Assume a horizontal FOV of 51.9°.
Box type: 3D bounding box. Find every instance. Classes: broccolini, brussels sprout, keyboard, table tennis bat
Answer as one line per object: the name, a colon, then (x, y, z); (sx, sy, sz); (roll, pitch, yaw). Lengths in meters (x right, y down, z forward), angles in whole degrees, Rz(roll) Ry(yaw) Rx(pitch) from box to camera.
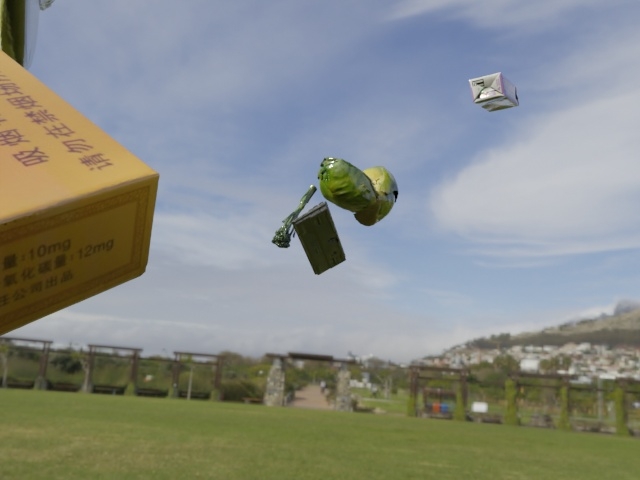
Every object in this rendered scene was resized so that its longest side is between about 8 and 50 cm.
broccolini: (-0.039, -0.042, 1.151); (0.035, 0.140, 0.030); (31, -28, 5)
brussels sprout: (0.030, -0.038, 0.523); (0.046, 0.051, 0.083); (-46, -26, 27)
keyboard: (0.000, 0.000, 0.829); (0.049, 0.015, 0.129); (-28, -34, -3)
table tennis bat: (-0.301, -0.289, 0.678); (0.054, 0.224, 0.368); (5, 12, -21)

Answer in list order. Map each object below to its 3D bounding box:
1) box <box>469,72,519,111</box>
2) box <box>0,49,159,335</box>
box: (0.265, -0.222, 0.997); (0.050, 0.036, 0.117); (-8, -2, 28)
box: (-0.236, -0.010, 0.292); (0.174, 0.076, 0.274); (35, 38, 25)
